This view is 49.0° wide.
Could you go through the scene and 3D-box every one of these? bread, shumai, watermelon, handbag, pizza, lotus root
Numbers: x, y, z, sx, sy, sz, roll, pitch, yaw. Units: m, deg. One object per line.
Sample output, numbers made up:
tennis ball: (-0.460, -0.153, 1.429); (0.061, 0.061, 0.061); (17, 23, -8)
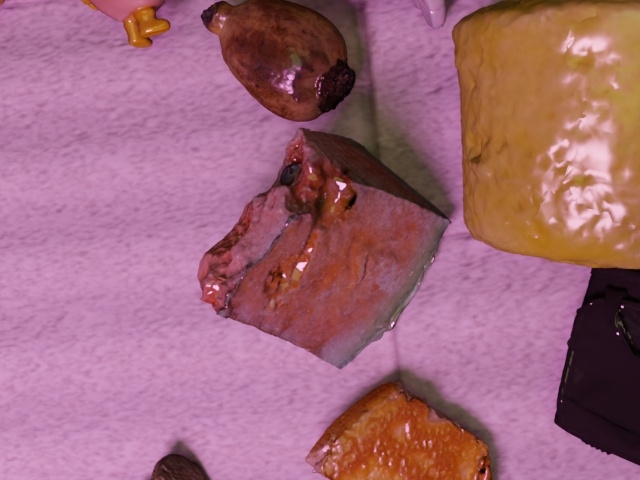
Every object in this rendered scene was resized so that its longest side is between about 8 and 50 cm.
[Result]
bread: (0.313, -0.126, 0.789); (0.347, 0.348, 0.308); (5, 102, 5)
shumai: (-0.205, 0.358, 0.946); (0.087, 0.099, 0.124); (-31, 86, 21)
watermelon: (-0.005, -0.005, 0.877); (0.151, 0.302, 0.264); (37, 95, 41)
handbag: (0.413, 0.154, 0.819); (0.088, 0.275, 0.245); (14, 91, -36)
pizza: (0.136, 0.322, 0.923); (0.297, 0.071, 0.189); (41, 81, 0)
lotus root: (-0.054, -0.245, 0.909); (0.214, 0.138, 0.138); (37, 93, 4)

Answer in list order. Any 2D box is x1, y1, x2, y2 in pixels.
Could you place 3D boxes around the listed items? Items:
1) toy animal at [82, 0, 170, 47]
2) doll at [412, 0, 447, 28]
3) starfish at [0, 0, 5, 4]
toy animal: (-0.260, -0.373, 0.914); (0.156, 0.156, 0.230); (-19, 94, 5)
doll: (0.256, -0.360, 0.888); (0.271, 0.144, 0.208); (-46, 66, 0)
starfish: (-0.374, -0.422, 0.913); (0.302, 0.060, 0.299); (25, 102, 42)
